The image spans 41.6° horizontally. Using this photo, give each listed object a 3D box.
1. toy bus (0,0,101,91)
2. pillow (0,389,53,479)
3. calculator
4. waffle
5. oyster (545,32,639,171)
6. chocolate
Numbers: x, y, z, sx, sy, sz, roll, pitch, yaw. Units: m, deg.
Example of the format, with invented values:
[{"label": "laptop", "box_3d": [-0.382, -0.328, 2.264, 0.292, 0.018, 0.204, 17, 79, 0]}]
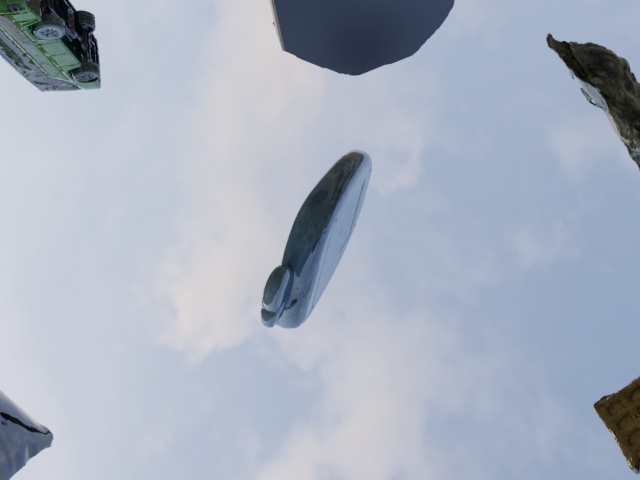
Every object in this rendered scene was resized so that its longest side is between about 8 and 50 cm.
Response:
[{"label": "toy bus", "box_3d": [-0.119, -0.089, 0.357, 0.037, 0.083, 0.031, -9, -103, 3]}, {"label": "pillow", "box_3d": [-0.235, 0.060, 0.384, 0.208, 0.212, 0.052, 41, -85, -3]}, {"label": "calculator", "box_3d": [0.000, 0.000, 0.991, 0.042, 0.188, 0.303, 21, -144, 8]}, {"label": "waffle", "box_3d": [0.369, 0.167, 0.886, 0.152, 0.023, 0.097, -42, -145, 15]}, {"label": "oyster", "box_3d": [0.372, -0.153, 1.024, 0.087, 0.199, 0.252, -47, -124, 13]}, {"label": "chocolate", "box_3d": [0.028, -0.310, 0.886, 0.224, 0.206, 0.177, -22, -129, -8]}]
